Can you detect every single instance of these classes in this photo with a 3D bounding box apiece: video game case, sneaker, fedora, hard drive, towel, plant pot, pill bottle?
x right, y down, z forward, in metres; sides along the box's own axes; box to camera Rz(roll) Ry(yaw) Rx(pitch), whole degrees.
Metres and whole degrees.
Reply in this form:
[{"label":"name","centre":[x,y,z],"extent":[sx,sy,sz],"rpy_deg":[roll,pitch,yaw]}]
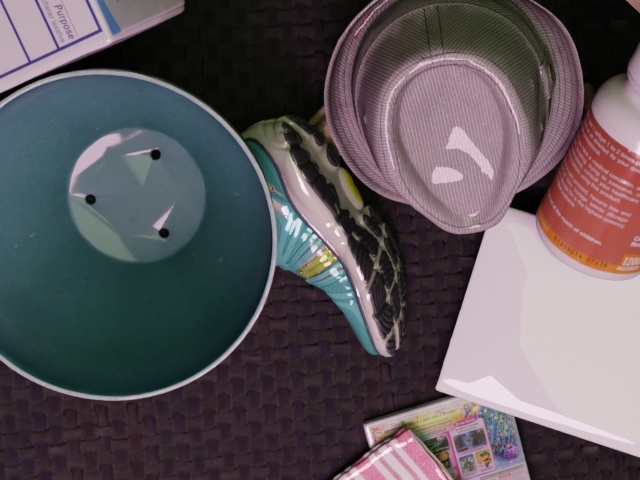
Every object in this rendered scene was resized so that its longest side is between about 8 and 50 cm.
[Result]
[{"label":"video game case","centre":[0.138,0.237,1.380],"extent":[0.157,0.019,0.143],"rpy_deg":[-16,99,-4]},{"label":"sneaker","centre":[0.000,0.000,1.301],"extent":[0.110,0.107,0.275],"rpy_deg":[-22,110,30]},{"label":"fedora","centre":[0.125,-0.103,1.195],"extent":[0.244,0.124,0.275],"rpy_deg":[-5,128,6]},{"label":"hard drive","centre":[0.294,0.103,1.321],"extent":[0.308,0.040,0.203],"rpy_deg":[18,94,9]},{"label":"towel","centre":[0.058,0.304,1.359],"extent":[0.197,0.029,0.144],"rpy_deg":[-38,97,7]},{"label":"plant pot","centre":[-0.181,-0.023,1.201],"extent":[0.290,0.195,0.290],"rpy_deg":[0,104,0]},{"label":"pill bottle","centre":[0.293,-0.076,1.214],"extent":[0.121,0.121,0.216],"rpy_deg":[13,128,-9]}]

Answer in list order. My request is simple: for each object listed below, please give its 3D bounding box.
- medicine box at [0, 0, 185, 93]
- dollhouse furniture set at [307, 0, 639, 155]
[{"label":"medicine box","centre":[-0.311,-0.255,1.128],"extent":[0.289,0.149,0.263],"rpy_deg":[-19,101,24]},{"label":"dollhouse furniture set","centre":[0.214,-0.178,1.323],"extent":[0.303,0.173,0.355],"rpy_deg":[35,122,-23]}]
